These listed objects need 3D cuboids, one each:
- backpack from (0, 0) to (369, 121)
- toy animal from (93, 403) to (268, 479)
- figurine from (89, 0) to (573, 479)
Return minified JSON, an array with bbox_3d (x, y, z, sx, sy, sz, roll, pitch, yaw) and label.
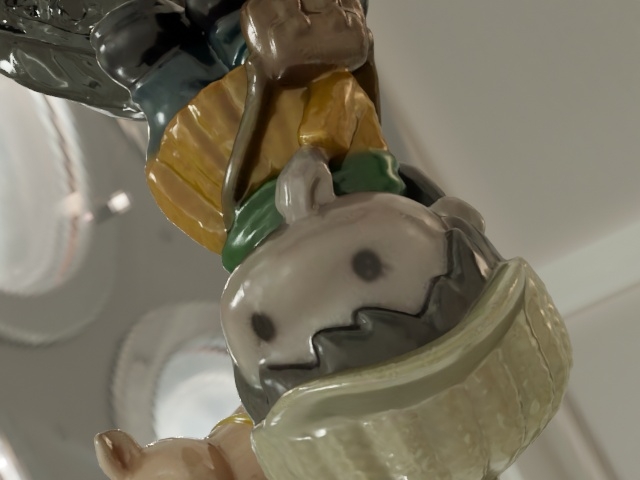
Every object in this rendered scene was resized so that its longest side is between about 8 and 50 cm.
[{"bbox_3d":[-0.159,-0.241,1.701,0.445,0.363,0.255,-39,-45,-65],"label":"backpack"},{"bbox_3d":[-0.079,0.227,1.717,0.149,0.248,0.165,-131,26,-58],"label":"toy animal"},{"bbox_3d":[0.010,0.001,0.974,0.204,0.185,0.332,34,-154,-52],"label":"figurine"}]
